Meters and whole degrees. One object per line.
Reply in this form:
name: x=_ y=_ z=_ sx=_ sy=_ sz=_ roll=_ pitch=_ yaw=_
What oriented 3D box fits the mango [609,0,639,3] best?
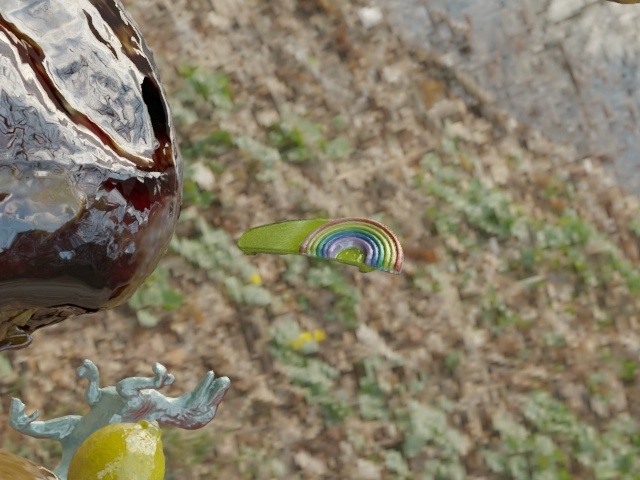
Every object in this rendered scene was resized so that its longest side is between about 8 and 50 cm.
mango: x=0.266 y=-0.271 z=1.172 sx=0.120 sy=0.295 sz=0.177 roll=15 pitch=96 yaw=-15

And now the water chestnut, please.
water chestnut: x=-0.254 y=-0.021 z=0.887 sx=0.335 sy=0.335 sz=0.347 roll=13 pitch=80 yaw=-43

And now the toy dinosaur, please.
toy dinosaur: x=-0.200 y=0.196 z=1.288 sx=0.167 sy=0.053 sz=0.242 roll=22 pitch=102 yaw=-29

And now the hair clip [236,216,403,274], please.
hair clip: x=0.000 y=0.000 z=1.527 sx=0.033 sy=0.188 sz=0.060 roll=72 pitch=33 yaw=-41

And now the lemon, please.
lemon: x=-0.138 y=0.156 z=1.030 sx=0.062 sy=0.062 sz=0.083 roll=41 pitch=82 yaw=-29

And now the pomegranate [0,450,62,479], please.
pomegranate: x=-0.195 y=0.211 z=0.565 sx=0.322 sy=0.322 sz=0.322 roll=18 pitch=64 yaw=-41
